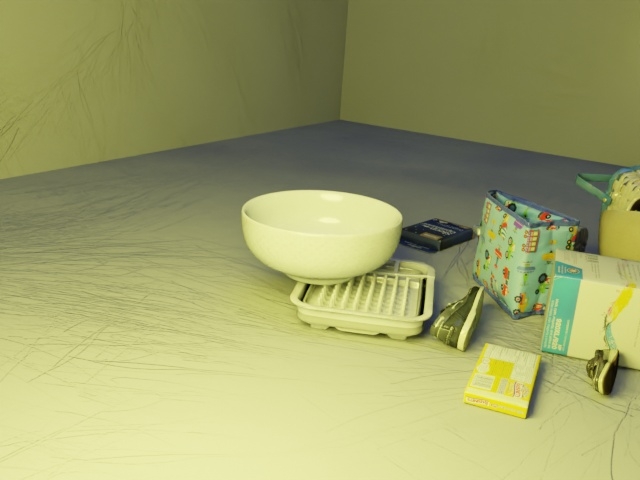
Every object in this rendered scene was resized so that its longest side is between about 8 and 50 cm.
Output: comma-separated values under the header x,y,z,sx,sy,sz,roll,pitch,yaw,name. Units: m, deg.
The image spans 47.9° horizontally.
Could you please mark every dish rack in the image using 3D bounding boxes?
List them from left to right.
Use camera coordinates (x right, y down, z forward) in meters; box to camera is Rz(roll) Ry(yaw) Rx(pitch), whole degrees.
x,y,z,sx,sy,sz,roll,pitch,yaw,name
0.096,0.117,1.535,0.286,0.072,0.333,7,18,8,dish rack

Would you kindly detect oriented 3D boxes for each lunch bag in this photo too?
x,y,z,sx,sy,sz,roll,pitch,yaw,name
0.432,0.019,1.663,0.138,0.220,0.293,-2,20,-20,lunch bag

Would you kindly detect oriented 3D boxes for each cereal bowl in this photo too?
x,y,z,sx,sy,sz,roll,pitch,yaw,name
0.000,0.000,1.536,0.339,0.141,0.339,4,19,-1,cereal bowl

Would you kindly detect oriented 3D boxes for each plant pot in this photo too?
x,y,z,sx,sy,sz,roll,pitch,yaw,name
0.746,0.060,1.601,0.284,0.190,0.284,16,0,0,plant pot

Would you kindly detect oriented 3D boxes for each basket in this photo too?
x,y,z,sx,sy,sz,roll,pitch,yaw,name
0.876,-0.116,1.970,0.255,0.200,0.289,-3,25,-17,basket

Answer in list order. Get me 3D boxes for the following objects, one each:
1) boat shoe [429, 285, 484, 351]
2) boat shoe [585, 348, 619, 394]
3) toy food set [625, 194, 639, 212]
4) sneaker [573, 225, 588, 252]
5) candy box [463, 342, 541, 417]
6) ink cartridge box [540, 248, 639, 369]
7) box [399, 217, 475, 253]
x,y,z,sx,sy,sz,roll,pitch,yaw,name
0.286,0.145,1.471,0.079,0.083,0.233,12,23,21,boat shoe
0.505,0.236,1.300,0.049,0.056,0.152,2,11,30,boat shoe
0.871,-0.037,1.654,0.306,0.092,0.220,6,-5,30,toy food set
0.559,0.013,1.863,0.180,0.124,0.321,20,24,38,sneaker
0.324,0.242,1.273,0.105,0.027,0.206,13,21,20,candy box
0.569,0.135,1.422,0.233,0.168,0.171,10,20,16,ink cartridge box
0.322,-0.016,2.044,0.137,0.036,0.225,19,25,38,box
